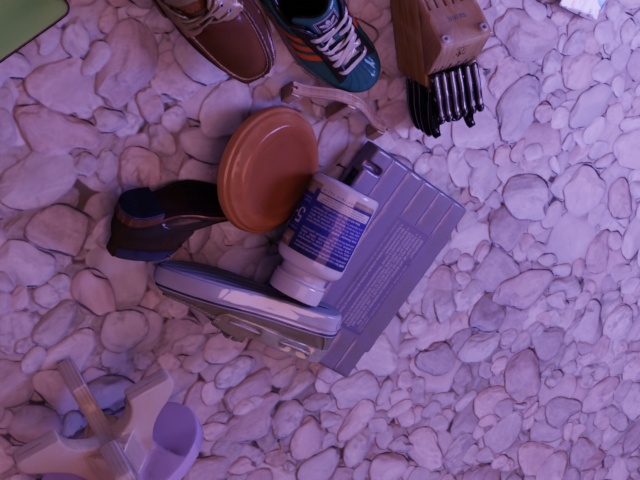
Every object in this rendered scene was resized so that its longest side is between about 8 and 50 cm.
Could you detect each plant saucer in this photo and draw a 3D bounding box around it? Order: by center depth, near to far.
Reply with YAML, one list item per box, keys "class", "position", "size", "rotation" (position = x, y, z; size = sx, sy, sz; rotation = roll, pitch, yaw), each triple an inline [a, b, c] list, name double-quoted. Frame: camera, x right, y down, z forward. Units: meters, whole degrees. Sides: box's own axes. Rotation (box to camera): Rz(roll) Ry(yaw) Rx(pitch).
- class: "plant saucer"
  position: [-0.070, -0.103, 1.694]
  size: [0.200, 0.037, 0.200]
  rotation: [-24, 126, -39]

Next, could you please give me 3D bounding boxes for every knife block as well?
- class: "knife block"
  position: [0.166, -0.306, 1.738]
  size: [0.088, 0.242, 0.275]
  rotation: [-19, 75, -18]

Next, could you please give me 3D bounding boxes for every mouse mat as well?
- class: "mouse mat"
  position: [-0.439, -0.333, 1.470]
  size: [0.153, 0.007, 0.189]
  rotation: [-37, 122, -6]

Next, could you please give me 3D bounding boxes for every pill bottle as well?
- class: "pill bottle"
  position: [0.000, 0.000, 1.712]
  size: [0.112, 0.112, 0.186]
  rotation: [24, 95, -32]

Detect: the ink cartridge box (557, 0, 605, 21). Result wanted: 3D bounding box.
- class: "ink cartridge box"
  position: [0.423, -0.395, 1.837]
  size: [0.083, 0.028, 0.048]
  rotation: [16, 105, -31]

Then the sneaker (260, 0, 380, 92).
- class: "sneaker"
  position: [-0.003, -0.310, 1.619]
  size: [0.108, 0.121, 0.302]
  rotation: [-47, 124, 1]

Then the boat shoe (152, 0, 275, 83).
- class: "boat shoe"
  position: [-0.177, -0.335, 1.509]
  size: [0.123, 0.120, 0.324]
  rotation: [-29, 122, 17]

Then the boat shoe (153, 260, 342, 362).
- class: "boat shoe"
  position: [-0.117, 0.113, 1.733]
  size: [0.302, 0.109, 0.094]
  rotation: [18, 100, -8]

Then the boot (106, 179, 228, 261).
- class: "boot"
  position: [-0.221, -0.028, 1.695]
  size: [0.219, 0.082, 0.106]
  rotation: [-3, 141, -36]

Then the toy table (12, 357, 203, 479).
- class: "toy table"
  position: [-0.323, 0.310, 1.703]
  size: [0.274, 0.252, 0.161]
  rotation: [-39, 141, -19]

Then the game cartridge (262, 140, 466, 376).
- class: "game cartridge"
  position: [0.061, 0.037, 1.854]
  size: [0.230, 0.068, 0.355]
  rotation: [31, 97, -37]

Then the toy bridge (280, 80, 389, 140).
- class: "toy bridge"
  position: [0.033, -0.203, 1.722]
  size: [0.188, 0.063, 0.026]
  rotation: [19, 61, -31]
